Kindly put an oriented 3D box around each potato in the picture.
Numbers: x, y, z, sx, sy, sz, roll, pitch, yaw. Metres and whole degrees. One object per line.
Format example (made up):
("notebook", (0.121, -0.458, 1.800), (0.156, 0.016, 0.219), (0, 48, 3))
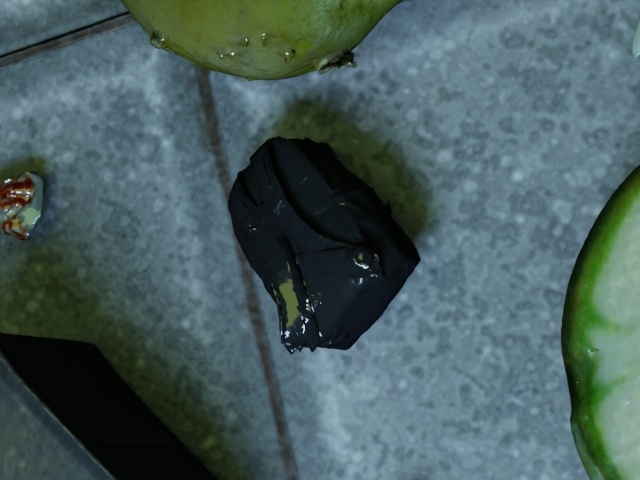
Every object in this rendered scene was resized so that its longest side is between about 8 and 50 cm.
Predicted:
("potato", (-0.076, -0.277, 1.506), (0.359, 0.219, 0.269), (38, 88, 27))

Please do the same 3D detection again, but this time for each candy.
("candy", (-0.364, -0.036, 1.662), (0.292, 0.059, 0.086), (8, 90, 21))

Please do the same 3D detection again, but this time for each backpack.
("backpack", (0.001, -0.004, 1.501), (0.120, 0.106, 0.165), (-48, 52, 32))

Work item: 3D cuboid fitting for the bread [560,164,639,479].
("bread", (0.356, 0.078, 1.344), (0.366, 0.129, 0.382), (31, 96, 25))

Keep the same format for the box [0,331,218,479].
("box", (-0.244, 0.276, 1.503), (0.251, 0.204, 0.345), (44, 99, 18))

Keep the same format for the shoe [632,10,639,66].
("shoe", (0.406, -0.186, 1.367), (0.363, 0.132, 0.160), (5, 80, 24))
